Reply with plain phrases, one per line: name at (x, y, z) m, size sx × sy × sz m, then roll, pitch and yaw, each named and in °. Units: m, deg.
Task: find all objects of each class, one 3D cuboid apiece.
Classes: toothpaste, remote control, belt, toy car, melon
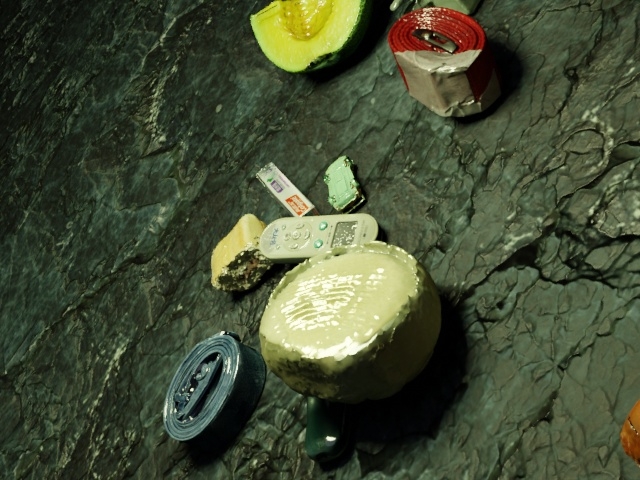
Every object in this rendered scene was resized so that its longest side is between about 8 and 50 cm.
toothpaste at (-0.055, -0.075, 1.821) m, size 0.040 × 0.047 × 0.196 m, roll -39°, pitch 37°, yaw -3°
remote control at (0.000, 0.000, 1.672) m, size 0.221 × 0.042 × 0.078 m, roll -2°, pitch 58°, yaw 30°
remote control at (0.011, 0.218, 1.520) m, size 0.072 × 0.042 × 0.222 m, roll -25°, pitch 45°, yaw 31°
belt at (0.199, -0.276, 1.638) m, size 0.128 × 0.124 × 0.201 m, roll -36°, pitch 41°, yaw -8°
belt at (-0.172, 0.240, 1.668) m, size 0.141 × 0.082 × 0.190 m, roll 27°, pitch 84°, yaw 47°
toy car at (0.038, -0.096, 1.742) m, size 0.059 × 0.035 × 0.122 m, roll -40°, pitch 31°, yaw 19°
melon at (0.014, -0.392, 1.941) m, size 0.265 × 0.129 × 0.169 m, roll -22°, pitch 69°, yaw 31°

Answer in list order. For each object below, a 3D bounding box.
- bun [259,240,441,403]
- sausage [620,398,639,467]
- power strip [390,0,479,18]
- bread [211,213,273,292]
bun at (0.053, 0.124, 1.450) m, size 0.259 × 0.152 × 0.259 m, roll -19°, pitch 32°, yaw 12°
sausage at (0.442, 0.117, 1.091) m, size 0.330 × 0.102 × 0.102 m, roll -49°, pitch 37°, yaw 8°
power strip at (0.202, -0.466, 1.766) m, size 0.140 × 0.139 × 0.224 m, roll 21°, pitch 78°, yaw 52°
bread at (-0.129, 0.026, 1.794) m, size 0.125 × 0.082 × 0.106 m, roll -45°, pitch 27°, yaw 28°
